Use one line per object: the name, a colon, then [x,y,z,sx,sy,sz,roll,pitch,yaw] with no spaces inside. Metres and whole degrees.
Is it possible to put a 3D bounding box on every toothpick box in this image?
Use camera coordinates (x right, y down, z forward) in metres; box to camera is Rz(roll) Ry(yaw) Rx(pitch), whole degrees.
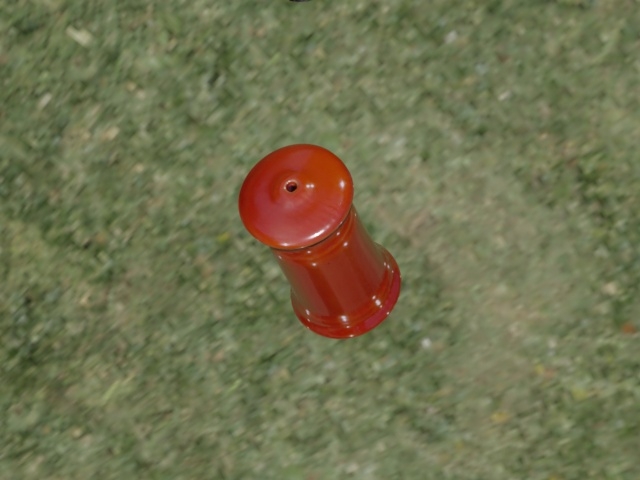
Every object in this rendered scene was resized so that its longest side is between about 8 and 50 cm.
toothpick box: [0.000,0.000,0.693,0.047,0.083,0.047,-8,59,13]
